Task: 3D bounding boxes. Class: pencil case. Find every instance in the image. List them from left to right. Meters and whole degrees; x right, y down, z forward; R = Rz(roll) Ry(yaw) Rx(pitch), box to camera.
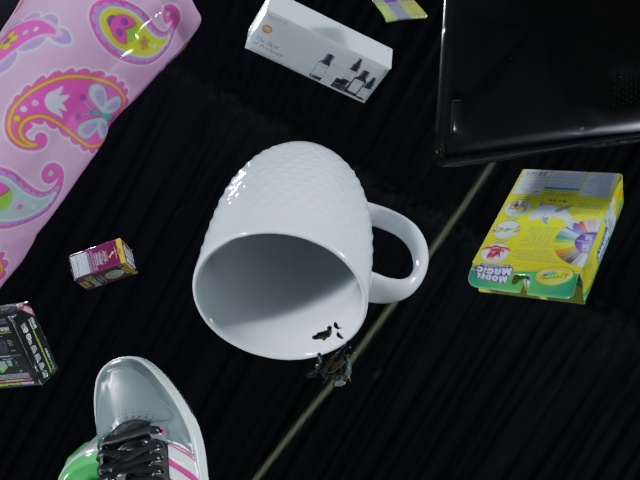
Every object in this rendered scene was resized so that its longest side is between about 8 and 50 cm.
[{"bbox_3d":[-0.206,-0.084,0.577,0.124,0.284,0.124,32,-14,9],"label":"pencil case"}]

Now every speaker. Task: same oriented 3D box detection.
[{"bbox_3d":[-0.293,0.338,1.200,0.131,0.131,0.296,29,-7,-3],"label":"speaker"}]

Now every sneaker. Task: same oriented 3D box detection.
[{"bbox_3d":[-0.188,0.246,0.829,0.178,0.124,0.295,54,12,-71],"label":"sneaker"}]

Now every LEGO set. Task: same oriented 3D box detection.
[{"bbox_3d":[0.015,0.117,0.823,0.023,0.054,0.083,52,32,-32],"label":"LEGO set"}]

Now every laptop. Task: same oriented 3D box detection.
[{"bbox_3d":[0.343,-0.230,0.747,0.408,0.382,0.236,-6,-20,35],"label":"laptop"}]

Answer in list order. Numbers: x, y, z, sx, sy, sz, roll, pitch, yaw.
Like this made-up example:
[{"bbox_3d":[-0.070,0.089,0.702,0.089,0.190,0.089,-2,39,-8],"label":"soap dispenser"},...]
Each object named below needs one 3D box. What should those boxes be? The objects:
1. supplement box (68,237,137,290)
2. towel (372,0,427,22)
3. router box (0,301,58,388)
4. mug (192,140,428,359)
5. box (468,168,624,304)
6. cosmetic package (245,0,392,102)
[{"bbox_3d":[-0.327,0.036,1.270,0.055,0.083,0.043,66,4,-68],"label":"supplement box"},{"bbox_3d":[0.132,-0.385,1.399,0.083,0.009,0.060,-14,57,-27],"label":"towel"},{"bbox_3d":[-0.378,0.125,0.980,0.122,0.092,0.038,-8,21,23],"label":"router box"},{"bbox_3d":[0.000,0.000,1.426,0.374,0.276,0.328,13,39,-3],"label":"mug"},{"bbox_3d":[0.219,-0.001,0.807,0.105,0.043,0.179,6,40,32],"label":"box"},{"bbox_3d":[-0.002,-0.333,1.464,0.239,0.099,0.060,21,48,-17],"label":"cosmetic package"}]
